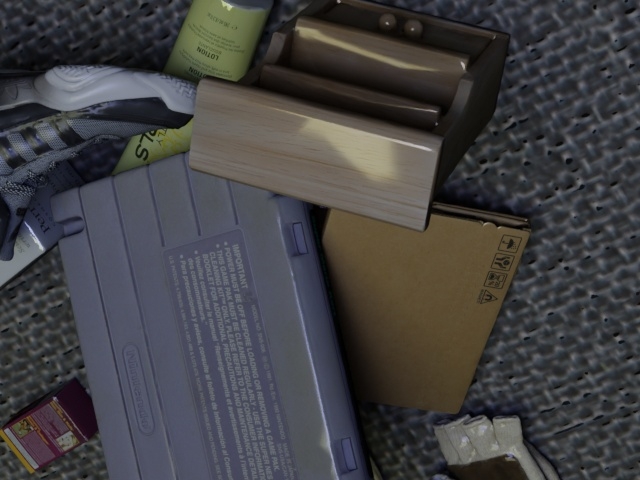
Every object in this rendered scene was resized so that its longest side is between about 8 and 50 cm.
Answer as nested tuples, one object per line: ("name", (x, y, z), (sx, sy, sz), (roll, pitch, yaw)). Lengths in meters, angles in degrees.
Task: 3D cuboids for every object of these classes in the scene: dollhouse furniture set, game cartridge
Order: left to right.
("game cartridge", (-0.084, 0.106, 1.260), (0.230, 0.068, 0.355), (-15, 85, 27))
("dollhouse furniture set", (0.053, -0.247, 1.071), (0.362, 0.256, 0.394), (15, 117, 13))

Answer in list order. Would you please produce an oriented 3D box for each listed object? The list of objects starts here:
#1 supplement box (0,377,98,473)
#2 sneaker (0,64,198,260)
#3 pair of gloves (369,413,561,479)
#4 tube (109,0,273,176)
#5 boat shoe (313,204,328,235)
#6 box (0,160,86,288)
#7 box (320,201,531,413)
("supplement box", (-0.256, 0.176, 1.491), (0.083, 0.043, 0.055), (-30, 100, 29))
("sneaker", (-0.225, -0.061, 1.246), (0.269, 0.101, 0.153), (-2, 96, 1))
("pair of gloves", (0.104, 0.254, 1.397), (0.240, 0.042, 0.204), (-15, 107, 26))
("tube", (-0.107, -0.110, 1.305), (0.070, 0.062, 0.240), (53, 132, 34))
("boat shoe", (0.000, 0.000, 1.306), (0.207, 0.073, 0.073), (14, 113, 12))
("box", (-0.327, -0.036, 1.380), (0.182, 0.119, 0.181), (-34, 99, 29))
("box", (0.065, 0.053, 1.287), (0.164, 0.021, 0.201), (10, 125, -11))
